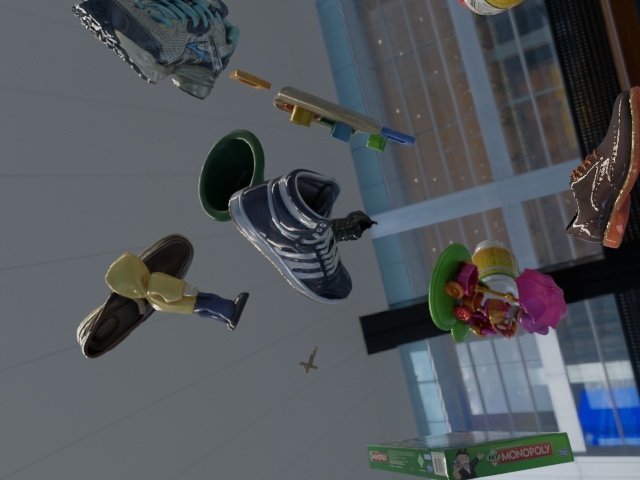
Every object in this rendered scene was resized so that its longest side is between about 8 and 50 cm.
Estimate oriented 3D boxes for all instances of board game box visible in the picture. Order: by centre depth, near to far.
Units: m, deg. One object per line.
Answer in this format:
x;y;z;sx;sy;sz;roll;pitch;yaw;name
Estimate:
0.235;0.365;0.881;0.214;0.317;0.046;-2;-109;-17;board game box

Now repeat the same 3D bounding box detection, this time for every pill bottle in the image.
0.429;0.084;1.259;0.117;0.118;0.208;62;-156;-21;pill bottle

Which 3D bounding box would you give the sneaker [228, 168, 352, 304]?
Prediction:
0.000;0.000;0.825;0.282;0.153;0.099;44;-139;-31;sneaker

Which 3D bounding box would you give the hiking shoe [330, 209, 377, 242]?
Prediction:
0.091;-0.038;1.835;0.227;0.114;0.086;-29;-62;-20;hiking shoe

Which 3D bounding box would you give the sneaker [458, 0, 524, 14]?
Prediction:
0.182;-0.266;0.362;0.088;0.225;0.092;22;-150;-8;sneaker

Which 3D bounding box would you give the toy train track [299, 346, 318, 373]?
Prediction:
-0.024;0.302;1.301;0.014;0.048;0.083;-85;14;-66;toy train track

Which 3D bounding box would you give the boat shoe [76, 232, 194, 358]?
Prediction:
-0.414;0.127;1.169;0.342;0.123;0.123;-46;-70;-13;boat shoe

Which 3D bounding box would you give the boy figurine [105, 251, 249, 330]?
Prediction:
-0.302;0.110;1.080;0.285;0.177;0.092;21;-110;-6;boy figurine

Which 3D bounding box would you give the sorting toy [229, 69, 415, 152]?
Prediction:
-0.001;-0.217;0.923;0.196;0.348;0.047;-132;61;-77;sorting toy

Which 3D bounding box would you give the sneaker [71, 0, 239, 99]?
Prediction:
-0.183;-0.264;0.623;0.110;0.122;0.283;44;-167;-1;sneaker

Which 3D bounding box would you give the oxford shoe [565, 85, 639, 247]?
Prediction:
0.463;-0.114;0.838;0.097;0.098;0.271;-41;-46;-50;oxford shoe

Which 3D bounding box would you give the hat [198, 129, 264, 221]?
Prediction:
-0.128;-0.100;1.046;0.184;0.208;0.173;15;-159;-51;hat

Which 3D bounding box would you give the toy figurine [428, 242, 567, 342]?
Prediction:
0.259;0.094;0.716;0.130;0.159;0.173;-47;-51;-32;toy figurine
